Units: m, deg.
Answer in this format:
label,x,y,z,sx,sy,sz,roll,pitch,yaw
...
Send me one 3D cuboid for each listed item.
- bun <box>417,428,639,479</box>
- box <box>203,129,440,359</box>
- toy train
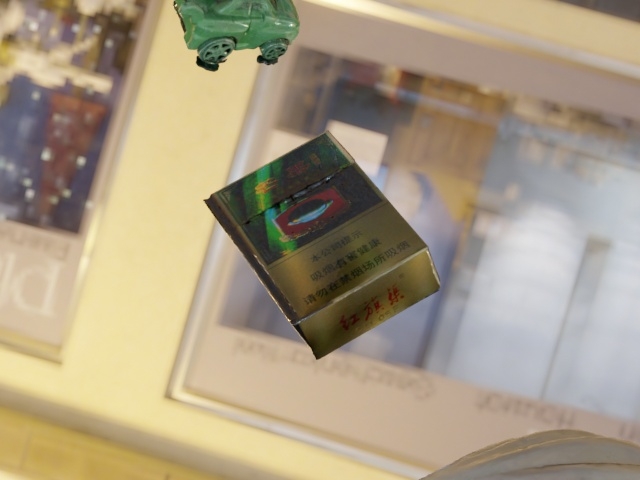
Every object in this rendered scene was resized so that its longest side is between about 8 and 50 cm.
label,x,y,z,sx,sy,sz,roll,pitch,yaw
bun,0.107,0.222,1.005,0.175,0.263,0.263,27,179,-22
box,0.000,0.000,1.683,0.240,0.159,0.071,51,170,46
toy train,-0.087,-0.226,1.555,0.149,0.099,0.081,-8,152,-30
